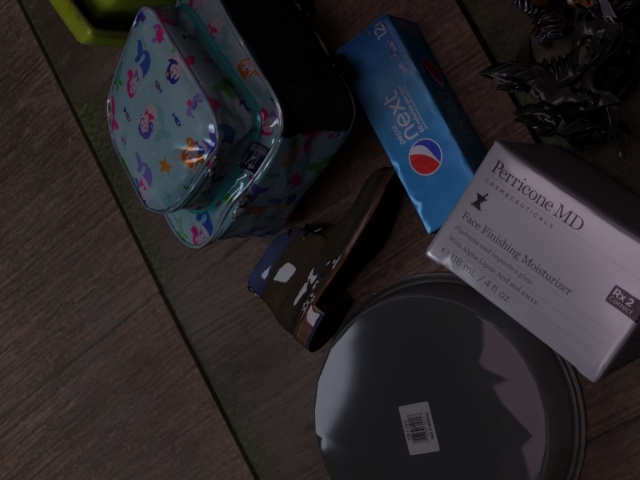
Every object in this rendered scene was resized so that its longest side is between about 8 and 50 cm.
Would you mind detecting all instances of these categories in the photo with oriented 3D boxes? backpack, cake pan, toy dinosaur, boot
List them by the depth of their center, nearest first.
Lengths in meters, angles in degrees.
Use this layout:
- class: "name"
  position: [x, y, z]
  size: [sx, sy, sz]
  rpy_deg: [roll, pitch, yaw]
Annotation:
- class: "toy dinosaur"
  position: [0.248, -0.200, 0.913]
  size: [0.322, 0.164, 0.218]
  rpy_deg: [29, 90, 48]
- class: "cake pan"
  position: [0.113, 0.179, 1.054]
  size: [0.293, 0.054, 0.293]
  rpy_deg: [2, 93, 31]
- class: "backpack"
  position: [-0.104, -0.117, 1.083]
  size: [0.225, 0.191, 0.253]
  rpy_deg: [60, 144, 24]
- class: "boot"
  position: [0.000, 0.000, 1.098]
  size: [0.106, 0.082, 0.219]
  rpy_deg: [35, 111, 22]

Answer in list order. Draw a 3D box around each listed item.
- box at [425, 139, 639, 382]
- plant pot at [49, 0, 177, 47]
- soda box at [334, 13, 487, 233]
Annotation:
- class: "box"
  position: [0.220, 0.011, 0.908]
  size: [0.181, 0.182, 0.119]
  rpy_deg: [38, 110, 24]
- class: "plant pot"
  position: [-0.185, -0.330, 1.120]
  size: [0.228, 0.227, 0.207]
  rpy_deg: [53, 122, 18]
- class: "soda box"
  position: [0.099, -0.114, 1.042]
  size: [0.071, 0.067, 0.210]
  rpy_deg: [-33, 75, 28]
